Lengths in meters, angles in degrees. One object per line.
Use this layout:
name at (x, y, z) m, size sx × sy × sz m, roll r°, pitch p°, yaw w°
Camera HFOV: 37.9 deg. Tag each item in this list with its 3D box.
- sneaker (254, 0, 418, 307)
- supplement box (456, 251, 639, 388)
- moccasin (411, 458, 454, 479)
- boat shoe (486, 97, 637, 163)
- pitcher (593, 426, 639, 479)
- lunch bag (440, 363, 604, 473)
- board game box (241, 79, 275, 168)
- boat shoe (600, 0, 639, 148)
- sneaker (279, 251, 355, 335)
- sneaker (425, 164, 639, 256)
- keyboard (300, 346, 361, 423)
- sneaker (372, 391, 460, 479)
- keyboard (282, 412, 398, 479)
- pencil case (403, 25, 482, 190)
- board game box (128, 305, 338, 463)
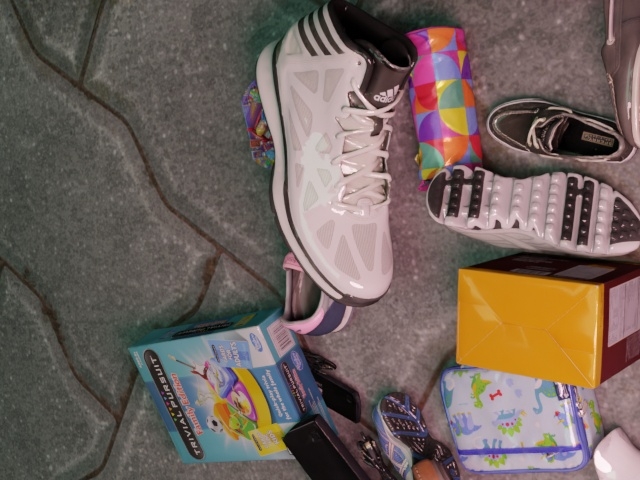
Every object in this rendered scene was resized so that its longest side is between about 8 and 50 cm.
sneaker at (0.042, -0.138, 1.346) m, size 0.257 × 0.169 × 0.447 m, roll -32°, pitch 71°, yaw 57°
supplement box at (0.310, 0.097, 1.239) m, size 0.191 × 0.194 × 0.129 m, roll 6°, pitch 100°, yaw 37°
moccasin at (0.148, 0.485, 1.393) m, size 0.139 × 0.147 × 0.380 m, roll -108°, pitch 14°, yaw -54°
boat shoe at (0.320, -0.151, 1.276) m, size 0.219 × 0.070 × 0.078 m, roll 14°, pitch 105°, yaw 36°
pitcher at (0.467, 0.356, 1.215) m, size 0.207 × 0.125 × 0.178 m, roll 17°, pitch 128°, yaw 46°
lunch bag at (0.290, 0.250, 1.347) m, size 0.219 × 0.090 × 0.176 m, roll -11°, pitch 92°, yaw 39°
board game box at (-0.089, -0.207, 1.612) m, size 0.133 × 0.033 × 0.169 m, roll -15°, pitch 88°, yaw 39°
boat shoe at (0.405, -0.282, 1.179) m, size 0.095 × 0.112 × 0.335 m, roll 11°, pitch 98°, yaw 54°
sneaker at (0.000, 0.000, 1.507) m, size 0.112 × 0.131 × 0.319 m, roll 6°, pitch 96°, yaw 37°
sneaker at (0.297, -0.032, 1.299) m, size 0.292 × 0.118 × 0.110 m, roll 12°, pitch 72°, yaw 19°
keyboard at (0.000, 0.234, 1.614) m, size 0.192 × 0.038 × 0.100 m, roll 25°, pitch 134°, yaw 32°
sneaker at (0.152, 0.342, 1.486) m, size 0.211 × 0.080 × 0.081 m, roll 63°, pitch 154°, yaw 10°
keyboard at (0.081, 0.409, 1.501) m, size 0.317 × 0.033 × 0.201 m, roll 52°, pitch 139°, yaw -3°
pencil case at (0.175, -0.194, 1.369) m, size 0.104 × 0.104 × 0.236 m, roll -4°, pitch 92°, yaw 38°
board game box at (-0.162, 0.267, 1.663) m, size 0.336 × 0.079 × 0.254 m, roll -14°, pitch 105°, yaw 38°
